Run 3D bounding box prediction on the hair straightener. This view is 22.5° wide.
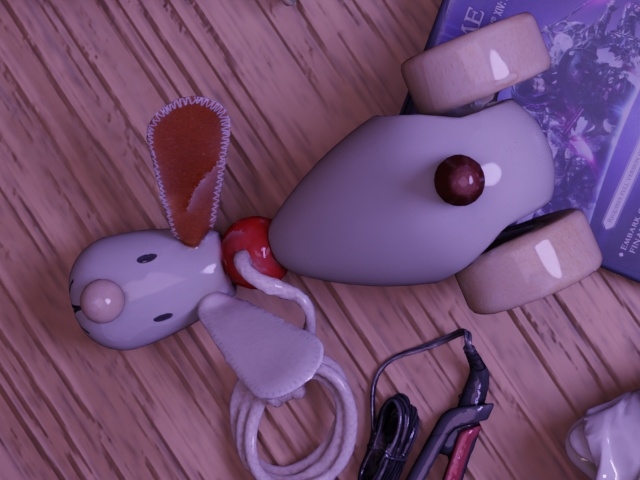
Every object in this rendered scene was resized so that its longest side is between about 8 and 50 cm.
[{"bbox_3d":[0.040,0.159,0.986,0.089,0.047,0.230,20,92,5],"label":"hair straightener"}]

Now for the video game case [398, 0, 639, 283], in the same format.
[{"bbox_3d":[0.193,-0.075,0.949,0.274,0.026,0.196,23,112,6],"label":"video game case"}]

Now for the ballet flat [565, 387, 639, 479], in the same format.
[{"bbox_3d":[0.171,0.179,0.942,0.139,0.139,0.400,34,95,5],"label":"ballet flat"}]

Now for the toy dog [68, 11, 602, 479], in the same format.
[{"bbox_3d":[0.000,0.000,0.904,0.333,0.161,0.220,-41,83,17],"label":"toy dog"}]

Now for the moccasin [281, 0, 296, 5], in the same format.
[{"bbox_3d":[-0.051,-0.222,0.950,0.380,0.147,0.139,-16,72,-12],"label":"moccasin"}]
